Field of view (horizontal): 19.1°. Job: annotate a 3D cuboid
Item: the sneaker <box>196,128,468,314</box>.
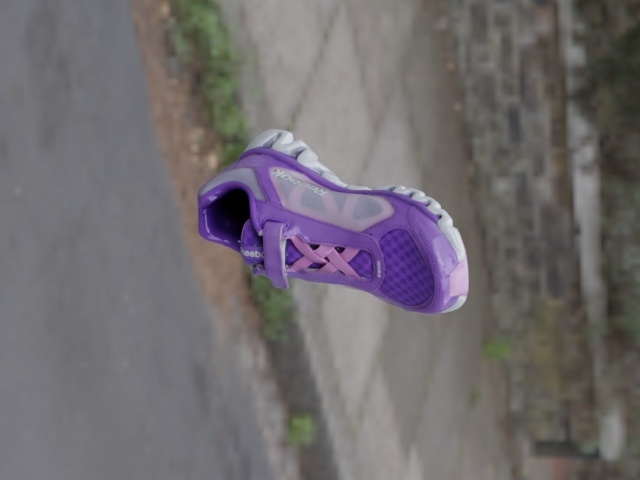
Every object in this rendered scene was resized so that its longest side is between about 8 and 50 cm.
[{"bbox_3d":[0.000,0.000,1.378,0.104,0.236,0.095,-25,128,-40],"label":"sneaker"}]
